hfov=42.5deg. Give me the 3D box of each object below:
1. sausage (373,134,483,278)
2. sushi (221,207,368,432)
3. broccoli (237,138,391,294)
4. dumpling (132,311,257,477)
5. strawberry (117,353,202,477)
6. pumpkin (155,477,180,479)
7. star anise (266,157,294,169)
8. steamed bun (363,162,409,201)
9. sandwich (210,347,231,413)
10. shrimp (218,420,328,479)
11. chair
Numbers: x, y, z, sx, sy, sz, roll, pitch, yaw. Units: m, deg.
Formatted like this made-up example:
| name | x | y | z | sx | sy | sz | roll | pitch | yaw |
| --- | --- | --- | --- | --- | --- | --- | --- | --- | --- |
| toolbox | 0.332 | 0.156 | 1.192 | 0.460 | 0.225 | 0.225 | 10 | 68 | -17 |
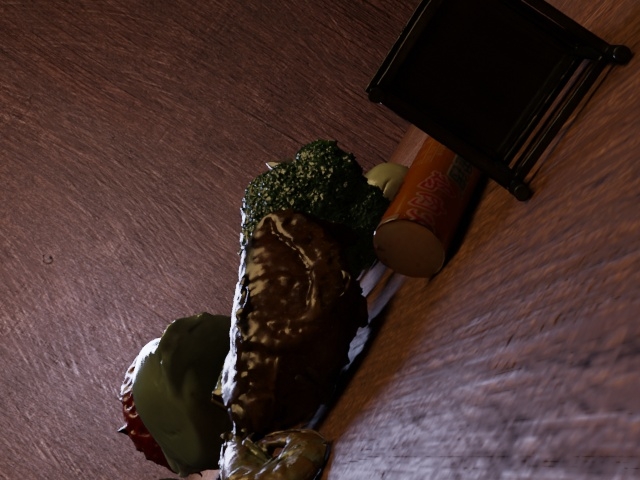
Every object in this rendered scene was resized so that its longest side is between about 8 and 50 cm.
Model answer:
| name | x | y | z | sx | sy | sz | roll | pitch | yaw |
| --- | --- | --- | --- | --- | --- | --- | --- | --- | --- |
| sausage | 0.121 | -0.062 | 0.812 | 0.071 | 0.071 | 0.234 | -56 | 2 | 46 |
| sushi | -0.030 | 0.090 | 0.937 | 0.296 | 0.166 | 0.179 | -94 | -11 | -47 |
| broccoli | 0.000 | 0.000 | 1.243 | 0.269 | 0.254 | 0.269 | -24 | -27 | -13 |
| dumpling | -0.172 | 0.265 | 1.317 | 0.320 | 0.269 | 0.212 | 138 | 145 | -62 |
| strawberry | -0.247 | 0.296 | 1.621 | 0.310 | 0.291 | 0.292 | -64 | 2 | -6 |
| pumpkin | -0.265 | 0.442 | 1.171 | 0.219 | 0.162 | 0.219 | -53 | 3 | 4 |
| star anise | 0.010 | -0.042 | 1.488 | 0.139 | 0.316 | 0.360 | -27 | 54 | 19 |
| steamed bun | 0.103 | -0.074 | 1.395 | 0.130 | 0.090 | 0.112 | -56 | 3 | 31 |
| sandwich | -0.069 | 0.175 | 1.090 | 0.236 | 0.128 | 0.122 | 125 | 170 | -71 |
| shrimp | -0.051 | 0.193 | 0.743 | 0.099 | 0.041 | 0.180 | -37 | 14 | -13 |
| chair | 0.131 | -0.146 | 0.685 | 0.141 | 0.154 | 0.260 | -56 | 3 | 14 |
